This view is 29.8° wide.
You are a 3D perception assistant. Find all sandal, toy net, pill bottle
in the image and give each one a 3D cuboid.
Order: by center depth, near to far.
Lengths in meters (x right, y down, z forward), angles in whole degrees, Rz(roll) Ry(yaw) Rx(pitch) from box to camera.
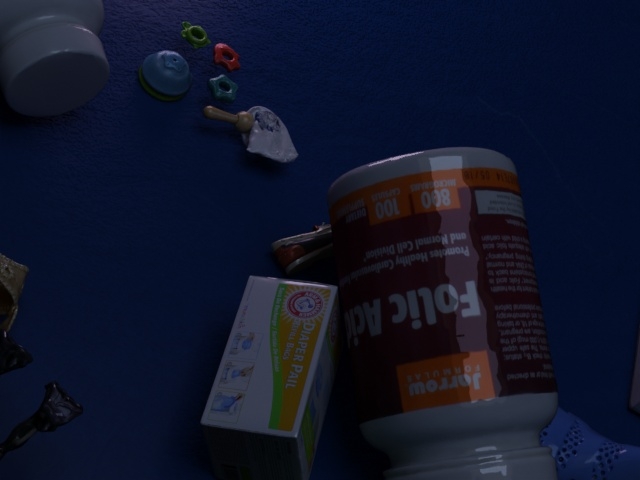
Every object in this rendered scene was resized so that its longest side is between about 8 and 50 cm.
[{"bbox_3d":[-0.348,0.030,1.259,0.079,0.088,0.240,-17,63,-30],"label":"sandal"},{"bbox_3d":[0.140,0.113,1.340,0.224,0.224,0.392,-1,75,-30],"label":"pill bottle"},{"bbox_3d":[-0.358,-0.303,1.431,0.169,0.169,0.301,-9,63,-33],"label":"pill bottle"},{"bbox_3d":[0.354,0.278,1.446,0.317,0.138,0.126,32,51,-4],"label":"sandal"},{"bbox_3d":[-0.120,-0.180,1.563,0.232,0.045,0.122,41,47,0],"label":"toy net"}]

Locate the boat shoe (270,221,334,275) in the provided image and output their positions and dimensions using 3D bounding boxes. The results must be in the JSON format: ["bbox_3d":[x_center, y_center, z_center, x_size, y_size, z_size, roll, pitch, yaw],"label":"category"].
[{"bbox_3d":[0.000,0.000,1.501,0.137,0.049,0.043,-25,70,-33],"label":"boat shoe"}]

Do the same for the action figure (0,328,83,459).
[{"bbox_3d":[-0.350,0.220,1.100,0.164,0.141,0.275,46,75,-4],"label":"action figure"}]

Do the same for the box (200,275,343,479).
[{"bbox_3d":[-0.047,0.151,1.303,0.103,0.114,0.203,7,49,12],"label":"box"}]

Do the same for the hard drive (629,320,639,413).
[{"bbox_3d":[0.576,0.217,1.672,0.308,0.040,0.203,28,49,-9],"label":"hard drive"}]
